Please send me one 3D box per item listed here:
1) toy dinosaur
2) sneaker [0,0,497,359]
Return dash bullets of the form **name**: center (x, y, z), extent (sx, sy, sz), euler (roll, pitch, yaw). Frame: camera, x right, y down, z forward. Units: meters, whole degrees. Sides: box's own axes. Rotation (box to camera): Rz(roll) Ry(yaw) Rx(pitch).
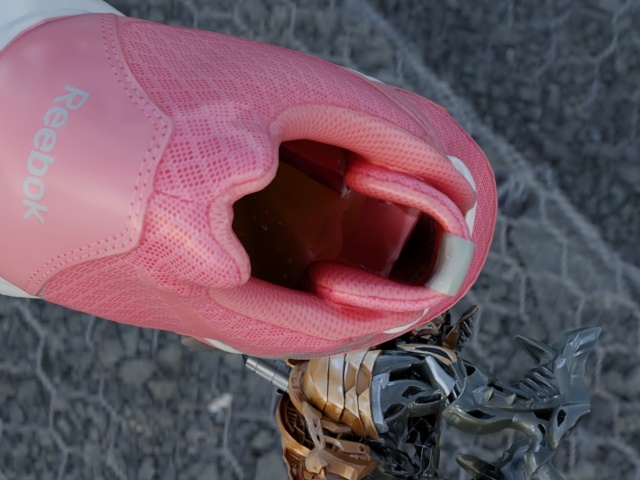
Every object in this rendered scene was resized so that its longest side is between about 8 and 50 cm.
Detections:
- **toy dinosaur**: center (0.045, 0.117, 1.125), extent (0.218, 0.164, 0.322), euler (16, 62, -7)
- **sneaker**: center (0.000, 0.001, 0.559), extent (0.136, 0.314, 0.116), euler (19, 96, 30)
